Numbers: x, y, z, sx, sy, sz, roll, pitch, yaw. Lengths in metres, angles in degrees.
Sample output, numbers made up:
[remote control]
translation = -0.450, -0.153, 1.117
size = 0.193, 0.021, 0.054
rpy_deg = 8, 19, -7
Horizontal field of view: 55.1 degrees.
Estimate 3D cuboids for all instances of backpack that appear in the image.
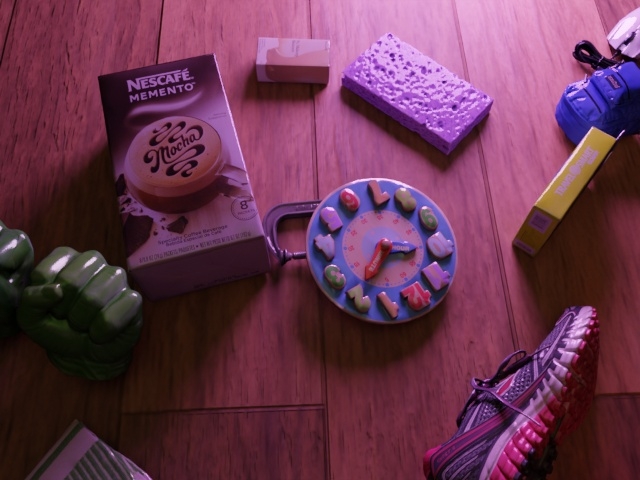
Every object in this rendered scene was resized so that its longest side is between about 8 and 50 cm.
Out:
[backpack]
translation = 0.414, -0.204, 0.904
size = 0.120, 0.101, 0.098
rpy_deg = -19, 59, -6

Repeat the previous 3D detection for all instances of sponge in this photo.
[sponge]
translation = 0.148, -0.232, 0.950
size = 0.210, 0.031, 0.117
rpy_deg = 38, 69, 17

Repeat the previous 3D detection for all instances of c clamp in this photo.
[c clamp]
translation = 0.000, 0.000, 0.840
size = 0.160, 0.022, 0.137
rpy_deg = -1, 64, -2

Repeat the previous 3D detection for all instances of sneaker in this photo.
[sneaker]
translation = 0.234, 0.180, 0.709
size = 0.112, 0.121, 0.299
rpy_deg = 19, 52, 42

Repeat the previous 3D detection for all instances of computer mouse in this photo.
[computer mouse]
translation = 0.507, -0.334, 0.999
size = 0.106, 0.042, 0.193
rpy_deg = 41, 70, 18

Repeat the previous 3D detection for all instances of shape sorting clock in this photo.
[shape sorting clock]
translation = 0.083, 0.009, 0.810
size = 0.206, 0.040, 0.206
rpy_deg = 3, 71, -9

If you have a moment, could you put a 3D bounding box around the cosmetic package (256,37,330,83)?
[cosmetic package]
translation = -0.042, -0.283, 0.966
size = 0.115, 0.041, 0.060
rpy_deg = 0, 64, -1

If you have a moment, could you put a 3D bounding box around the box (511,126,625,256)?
[box]
translation = 0.335, -0.071, 0.831
size = 0.042, 0.109, 0.178
rpy_deg = 36, 68, 17

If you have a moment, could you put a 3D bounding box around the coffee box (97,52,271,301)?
[coffee box]
translation = -0.185, -0.090, 0.826
size = 0.168, 0.119, 0.297
rpy_deg = -15, 65, -7

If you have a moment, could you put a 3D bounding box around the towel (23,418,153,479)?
[towel]
translation = -0.223, 0.363, 0.612
size = 0.324, 0.038, 0.248
rpy_deg = 27, 65, 27

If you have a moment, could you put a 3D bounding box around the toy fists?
[toy fists]
translation = -0.342, 0.065, 0.722
size = 0.279, 0.142, 0.096
rpy_deg = 18, 27, 8
